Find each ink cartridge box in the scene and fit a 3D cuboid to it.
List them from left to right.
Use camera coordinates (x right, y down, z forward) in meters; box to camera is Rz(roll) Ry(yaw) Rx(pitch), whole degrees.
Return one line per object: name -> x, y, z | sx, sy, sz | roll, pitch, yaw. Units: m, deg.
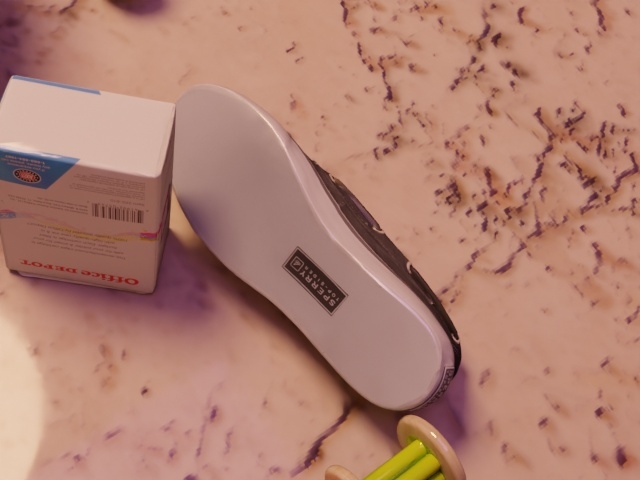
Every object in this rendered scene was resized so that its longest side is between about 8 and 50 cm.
ink cartridge box -> -0.128, -0.026, 0.595 | 0.088, 0.122, 0.052 | 10, 56, -4

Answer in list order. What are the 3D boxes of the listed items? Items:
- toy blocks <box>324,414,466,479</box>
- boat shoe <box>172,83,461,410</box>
toy blocks -> 0.025, 0.176, 0.545 | 0.148, 0.054, 0.123 | -32, 71, -23
boat shoe -> 0.000, 0.000, 0.631 | 0.228, 0.076, 0.080 | 45, 108, 16
